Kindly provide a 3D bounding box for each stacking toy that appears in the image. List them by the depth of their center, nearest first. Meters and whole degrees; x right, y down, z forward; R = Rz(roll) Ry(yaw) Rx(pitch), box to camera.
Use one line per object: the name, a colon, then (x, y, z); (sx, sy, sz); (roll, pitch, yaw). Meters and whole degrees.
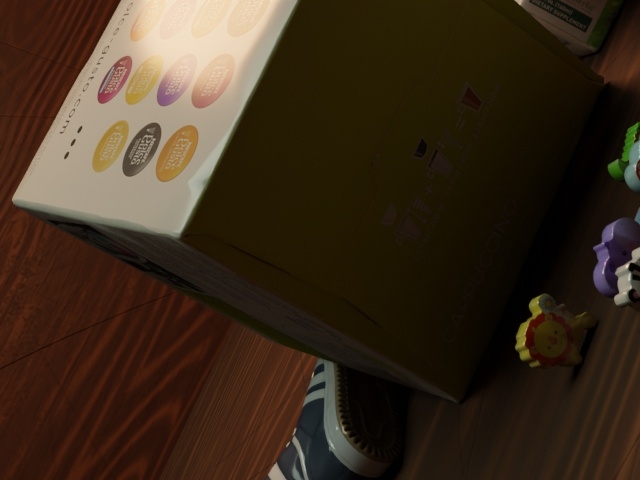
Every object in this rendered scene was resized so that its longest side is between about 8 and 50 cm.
stacking toy: (0.216, -0.023, 0.855); (0.221, 0.052, 0.167); (-64, 7, -19)

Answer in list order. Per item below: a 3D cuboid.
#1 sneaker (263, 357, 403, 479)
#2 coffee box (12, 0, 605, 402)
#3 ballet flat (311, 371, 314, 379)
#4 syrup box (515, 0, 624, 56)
sneaker: (0.014, 0.188, 1.335); (0.153, 0.099, 0.282); (-57, 12, 24)
coffee box: (-0.010, -0.091, 1.176); (0.334, 0.338, 0.338); (11, 72, 54)
ballet flat: (0.011, 0.175, 1.642); (0.114, 0.041, 0.041); (-56, 10, 45)
syrup box: (0.281, -0.312, 1.284); (0.237, 0.093, 0.096); (-63, 7, 0)
